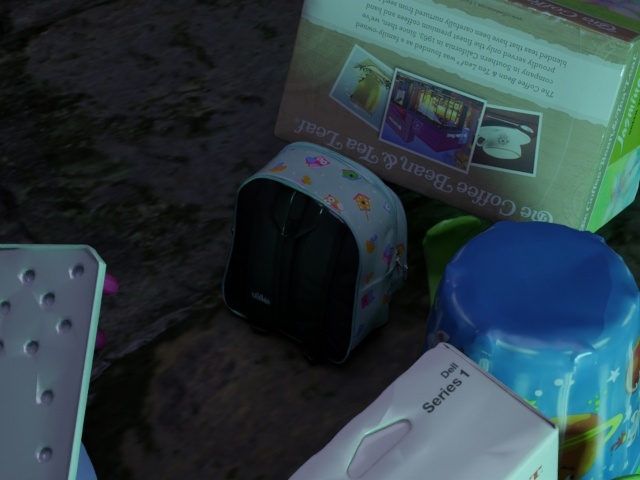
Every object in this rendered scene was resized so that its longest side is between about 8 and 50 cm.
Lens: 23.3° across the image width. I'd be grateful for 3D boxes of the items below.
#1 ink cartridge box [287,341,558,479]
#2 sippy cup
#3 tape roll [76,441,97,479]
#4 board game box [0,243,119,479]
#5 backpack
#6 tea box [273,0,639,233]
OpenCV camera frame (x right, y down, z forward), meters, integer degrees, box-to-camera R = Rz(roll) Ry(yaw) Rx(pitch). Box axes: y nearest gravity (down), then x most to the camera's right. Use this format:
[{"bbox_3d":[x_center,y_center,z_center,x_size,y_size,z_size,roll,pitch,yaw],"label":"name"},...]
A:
[{"bbox_3d":[0.073,0.240,1.164,0.117,0.278,0.201,36,65,30],"label":"ink cartridge box"},{"bbox_3d":[0.181,0.111,1.357,0.305,0.224,0.240,25,49,23],"label":"sippy cup"},{"bbox_3d":[-0.271,0.180,1.300,0.080,0.189,0.189,-34,55,-30],"label":"tape roll"},{"bbox_3d":[-0.354,0.196,1.188,0.390,0.050,0.390,0,74,21],"label":"board game box"},{"bbox_3d":[0.000,0.000,1.490,0.166,0.188,0.144,29,51,26],"label":"backpack"},{"bbox_3d":[0.183,-0.177,1.583,0.329,0.220,0.323,22,25,20],"label":"tea box"}]
